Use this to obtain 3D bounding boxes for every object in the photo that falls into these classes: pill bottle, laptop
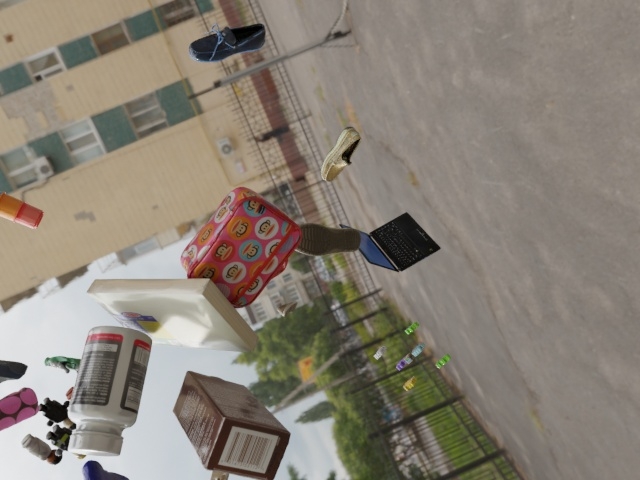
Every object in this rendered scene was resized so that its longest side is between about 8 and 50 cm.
[{"bbox_3d":[-0.567,0.403,1.585,0.176,0.176,0.318,71,-159,-61],"label":"pill bottle"},{"bbox_3d":[0.241,-0.014,2.082,0.234,0.264,0.136,55,171,44],"label":"laptop"}]

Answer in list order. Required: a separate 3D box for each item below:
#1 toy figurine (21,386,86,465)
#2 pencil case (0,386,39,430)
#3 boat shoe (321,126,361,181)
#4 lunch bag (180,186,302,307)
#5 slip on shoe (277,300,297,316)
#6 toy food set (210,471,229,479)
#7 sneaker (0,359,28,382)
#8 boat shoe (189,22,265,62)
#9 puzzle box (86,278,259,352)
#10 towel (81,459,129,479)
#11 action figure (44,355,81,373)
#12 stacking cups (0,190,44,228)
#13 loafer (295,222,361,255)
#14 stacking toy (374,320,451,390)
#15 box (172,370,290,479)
[{"bbox_3d":[-0.792,0.585,1.846,0.148,0.213,0.209,49,-152,-32],"label":"toy figurine"},{"bbox_3d":[-0.838,0.449,1.513,0.098,0.209,0.095,-17,91,44],"label":"pencil case"},{"bbox_3d":[0.063,-0.246,1.783,0.072,0.068,0.190,53,131,33],"label":"boat shoe"},{"bbox_3d":[-0.197,0.030,1.579,0.258,0.293,0.120,33,-172,-36],"label":"lunch bag"},{"bbox_3d":[-0.138,0.281,2.490,0.041,0.051,0.135,26,-157,16],"label":"slip on shoe"},{"bbox_3d":[-0.348,0.794,1.682,0.306,0.092,0.219,-69,-6,-73],"label":"toy food set"},{"bbox_3d":[-0.841,0.335,1.358,0.319,0.112,0.131,11,-103,-49],"label":"sneaker"},{"bbox_3d":[-0.294,-0.639,1.862,0.109,0.258,0.089,55,153,13],"label":"boat shoe"},{"bbox_3d":[-0.399,0.200,1.599,0.272,0.409,0.052,59,-140,-42],"label":"puzzle box"},{"bbox_3d":[-0.614,0.824,1.759,0.308,0.076,0.227,52,174,42],"label":"towel"},{"bbox_3d":[-0.854,0.432,2.054,0.137,0.232,0.063,45,-129,-71],"label":"action figure"},{"bbox_3d":[-1.005,-0.128,1.790,0.316,0.096,0.096,24,-168,-17],"label":"stacking cups"},{"bbox_3d":[0.000,0.000,1.812,0.092,0.269,0.101,-1,85,54],"label":"loafer"},{"bbox_3d":[0.308,0.389,2.000,0.167,0.221,0.052,46,-149,4],"label":"stacking toy"},{"bbox_3d":[-0.250,0.481,1.574,0.191,0.143,0.381,22,178,-25],"label":"box"}]
